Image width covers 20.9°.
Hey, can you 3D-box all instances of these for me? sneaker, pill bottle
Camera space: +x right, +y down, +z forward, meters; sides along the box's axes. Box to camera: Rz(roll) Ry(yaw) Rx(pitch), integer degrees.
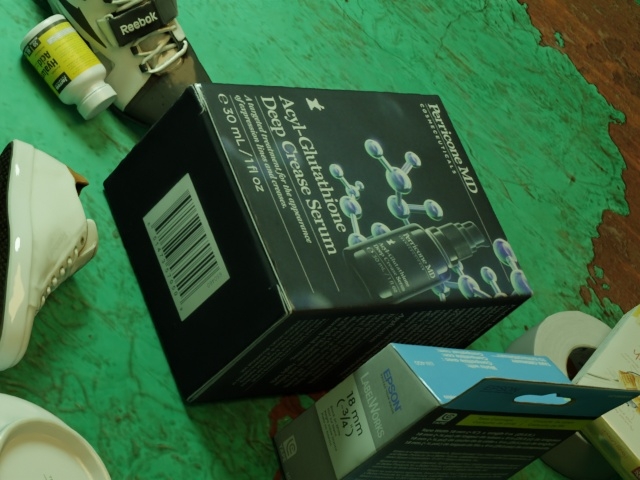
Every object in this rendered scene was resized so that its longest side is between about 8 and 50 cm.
[{"bbox_3d":[-0.232,-0.266,2.044,0.122,0.146,0.330,-39,85,-28],"label":"sneaker"},{"bbox_3d":[-0.287,0.020,1.813,0.123,0.106,0.290,23,45,-24],"label":"sneaker"},{"bbox_3d":[-0.290,-0.199,2.019,0.116,0.065,0.065,50,40,4],"label":"pill bottle"}]

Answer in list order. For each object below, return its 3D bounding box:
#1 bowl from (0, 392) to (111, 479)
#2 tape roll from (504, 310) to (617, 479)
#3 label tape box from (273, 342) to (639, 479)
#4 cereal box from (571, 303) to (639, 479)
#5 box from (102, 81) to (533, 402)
[{"bbox_3d":[-0.280,0.251,1.580,0.298,0.134,0.298,34,37,-30],"label":"bowl"},{"bbox_3d":[0.339,0.202,2.259,0.219,0.072,0.219,25,45,-27],"label":"tape roll"},{"bbox_3d":[0.145,0.188,1.889,0.240,0.333,0.106,8,54,-38],"label":"label tape box"},{"bbox_3d":[0.415,0.204,2.231,0.173,0.047,0.240,48,40,0],"label":"cereal box"},{"bbox_3d":[0.000,0.000,2.007,0.395,0.212,0.293,-2,60,-44],"label":"box"}]
